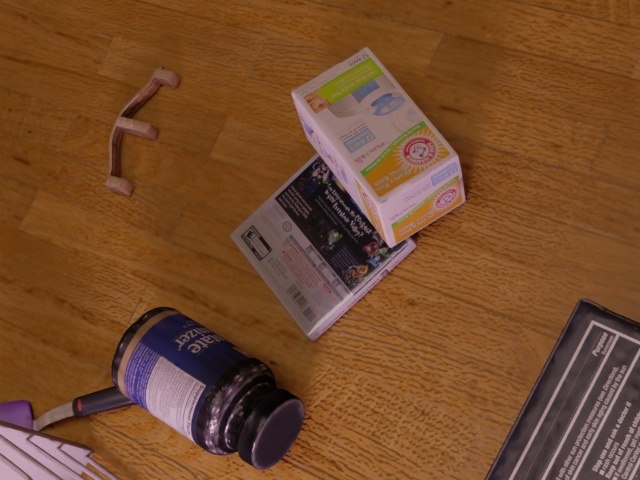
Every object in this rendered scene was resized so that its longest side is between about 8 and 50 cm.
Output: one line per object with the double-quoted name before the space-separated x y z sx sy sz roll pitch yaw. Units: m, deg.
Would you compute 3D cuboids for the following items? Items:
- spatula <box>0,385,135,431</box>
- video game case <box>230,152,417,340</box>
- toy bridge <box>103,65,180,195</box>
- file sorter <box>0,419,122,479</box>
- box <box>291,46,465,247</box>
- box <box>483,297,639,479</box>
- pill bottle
"spatula" -0.332 0.225 1.534 0.296 0.030 0.084 -18 65 19
"video game case" 0.000 0.000 1.465 0.173 0.022 0.190 -43 58 6
"toy bridge" -0.256 -0.157 1.646 0.063 0.026 0.188 15 78 31
"file sorter" -0.338 0.334 1.352 0.173 0.277 0.193 27 84 30
"box" 0.070 -0.111 1.410 0.114 0.103 0.203 -31 59 -6
"box" 0.323 0.258 1.112 0.294 0.183 0.296 26 82 30
"pill bottle" -0.131 0.176 1.399 0.219 0.123 0.123 27 84 29
